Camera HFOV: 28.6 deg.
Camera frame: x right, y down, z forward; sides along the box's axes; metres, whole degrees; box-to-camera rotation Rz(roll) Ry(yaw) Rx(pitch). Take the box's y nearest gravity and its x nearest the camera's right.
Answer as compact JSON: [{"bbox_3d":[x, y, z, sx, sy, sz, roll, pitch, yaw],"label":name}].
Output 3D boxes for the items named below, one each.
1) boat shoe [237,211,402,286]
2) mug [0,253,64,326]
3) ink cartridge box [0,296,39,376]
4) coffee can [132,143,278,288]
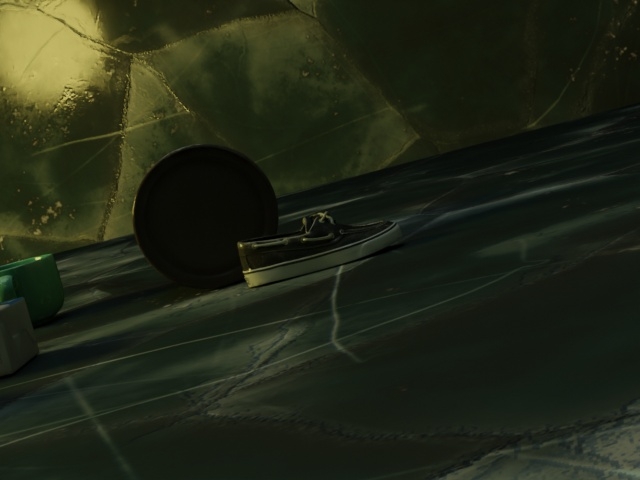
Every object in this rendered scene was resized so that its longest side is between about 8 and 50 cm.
[{"bbox_3d":[0.000,0.000,1.657,0.219,0.070,0.078,-16,6,-9],"label":"boat shoe"},{"bbox_3d":[-0.462,0.087,1.895,0.130,0.097,0.158,-11,7,29],"label":"mug"},{"bbox_3d":[-0.468,0.139,1.491,0.231,0.078,0.134,-15,5,2],"label":"ink cartridge box"},{"bbox_3d":[-0.176,-0.041,1.861,0.202,0.201,0.275,-16,6,-7],"label":"coffee can"}]
